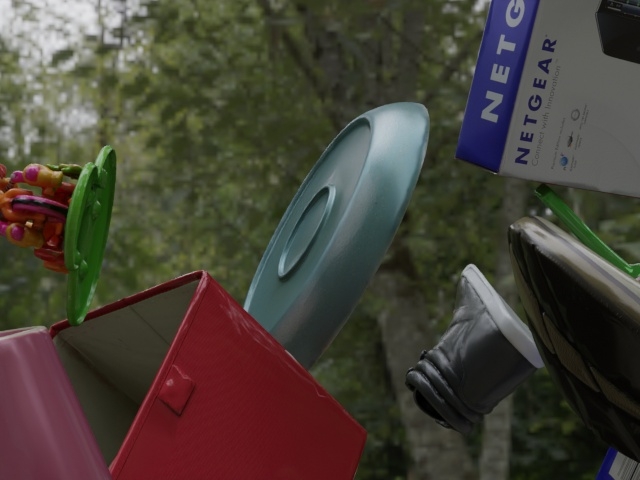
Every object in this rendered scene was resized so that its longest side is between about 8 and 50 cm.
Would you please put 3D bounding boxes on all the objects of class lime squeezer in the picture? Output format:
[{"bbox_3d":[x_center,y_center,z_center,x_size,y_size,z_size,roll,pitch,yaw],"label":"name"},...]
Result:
[{"bbox_3d":[0.323,0.066,1.301,0.310,0.059,0.110,44,-13,-33],"label":"lime squeezer"}]

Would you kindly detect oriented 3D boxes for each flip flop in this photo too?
[{"bbox_3d":[0.190,0.054,0.592,0.080,0.112,0.277,-32,30,-24],"label":"flip flop"}]

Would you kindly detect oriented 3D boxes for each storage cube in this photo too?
[{"bbox_3d":[-0.110,0.167,0.912,0.183,0.215,0.193,-20,-56,39],"label":"storage cube"}]

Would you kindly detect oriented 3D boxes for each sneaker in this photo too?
[{"bbox_3d":[0.156,0.120,1.428,0.147,0.104,0.296,-42,8,6],"label":"sneaker"}]

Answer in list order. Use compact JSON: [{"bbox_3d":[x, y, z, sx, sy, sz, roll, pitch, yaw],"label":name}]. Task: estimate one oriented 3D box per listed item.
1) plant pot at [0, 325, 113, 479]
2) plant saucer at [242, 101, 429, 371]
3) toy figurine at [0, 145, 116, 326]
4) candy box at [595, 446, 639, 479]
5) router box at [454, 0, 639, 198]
[{"bbox_3d":[-0.196,0.146,0.695,0.201,0.180,0.201,-11,0,0],"label":"plant pot"},{"bbox_3d":[0.000,0.000,1.215,0.043,0.318,0.317,28,-22,-12],"label":"plant saucer"},{"bbox_3d":[-0.233,-0.021,0.878,0.159,0.130,0.173,11,-9,-3],"label":"toy figurine"},{"bbox_3d":[0.391,0.272,1.196,0.317,0.268,0.122,-3,33,-32],"label":"candy box"},{"bbox_3d":[0.313,-0.213,1.287,0.301,0.335,0.082,6,12,-29],"label":"router box"}]
